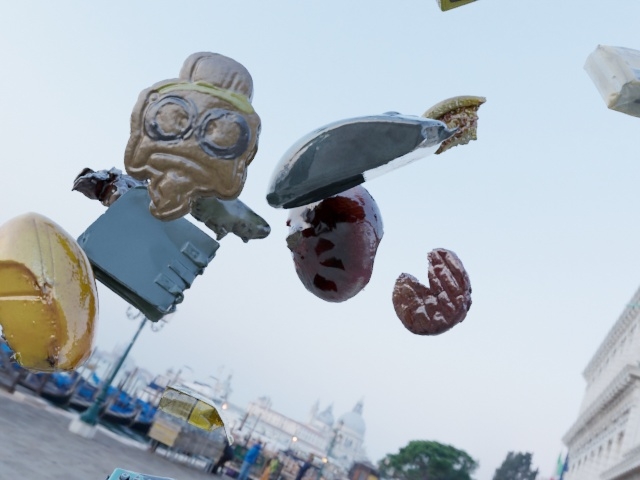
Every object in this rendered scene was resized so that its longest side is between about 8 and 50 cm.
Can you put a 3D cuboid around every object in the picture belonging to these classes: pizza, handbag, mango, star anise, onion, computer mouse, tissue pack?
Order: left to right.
[{"bbox_3d":[-0.407,0.076,0.848,0.154,0.252,0.126,-11,-16,-25],"label":"mango"},{"bbox_3d":[-0.524,-0.138,1.510,0.214,0.099,0.220,16,15,-15],"label":"star anise"},{"bbox_3d":[-0.385,0.025,1.315,0.260,0.247,0.079,38,-44,-4],"label":"handbag"},{"bbox_3d":[0.000,0.000,1.236,0.195,0.272,0.272,1,-4,-33],"label":"onion"},{"bbox_3d":[0.058,-0.159,1.046,0.371,0.122,0.188,-17,0,21],"label":"computer mouse"},{"bbox_3d":[0.348,-0.314,1.577,0.134,0.271,0.056,68,-16,4],"label":"pizza"},{"bbox_3d":[0.701,-0.346,1.284,0.186,0.222,0.090,12,-51,-6],"label":"tissue pack"}]

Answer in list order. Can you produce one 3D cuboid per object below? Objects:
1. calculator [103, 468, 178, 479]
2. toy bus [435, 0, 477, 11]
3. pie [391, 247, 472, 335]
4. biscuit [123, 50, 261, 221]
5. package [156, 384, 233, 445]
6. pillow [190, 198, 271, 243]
[{"bbox_3d":[-0.369,0.598,1.265,0.274,0.058,0.248,20,8,-2],"label":"calculator"},{"bbox_3d":[0.371,-0.575,1.139,0.331,0.151,0.145,-16,-32,9],"label":"toy bus"},{"bbox_3d":[0.270,0.129,1.415,0.218,0.204,0.054,-30,-32,35],"label":"pie"},{"bbox_3d":[-0.202,-0.168,0.919,0.208,0.290,0.041,16,-13,1],"label":"biscuit"},{"bbox_3d":[-0.188,0.272,0.918,0.131,0.047,0.071,24,-17,6],"label":"package"},{"bbox_3d":[-0.205,-0.065,1.070,0.241,0.093,0.051,39,-34,1],"label":"pillow"}]
